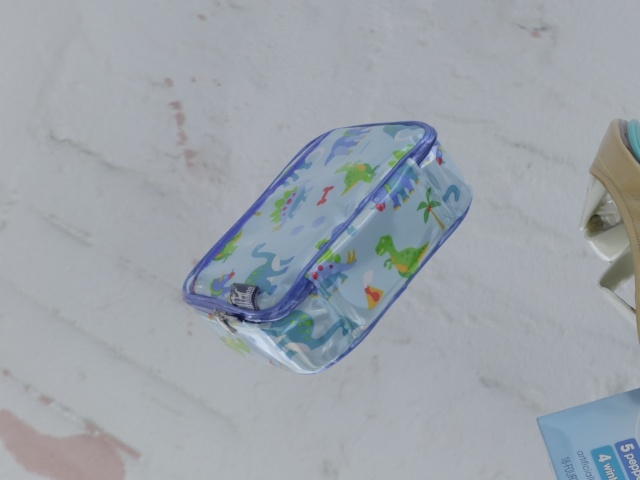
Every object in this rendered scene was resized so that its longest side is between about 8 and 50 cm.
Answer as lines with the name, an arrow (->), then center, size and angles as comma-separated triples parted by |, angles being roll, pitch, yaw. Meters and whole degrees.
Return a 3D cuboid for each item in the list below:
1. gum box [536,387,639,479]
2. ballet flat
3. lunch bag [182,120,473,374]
gum box -> 0.209, 0.120, 0.448 | 0.184, 0.157, 0.041 | -17, -58, 8
ballet flat -> 0.182, -0.005, 0.559 | 0.073, 0.232, 0.080 | -39, -73, 19
lunch bag -> 0.000, 0.000, 0.791 | 0.219, 0.176, 0.090 | -48, -64, -20
